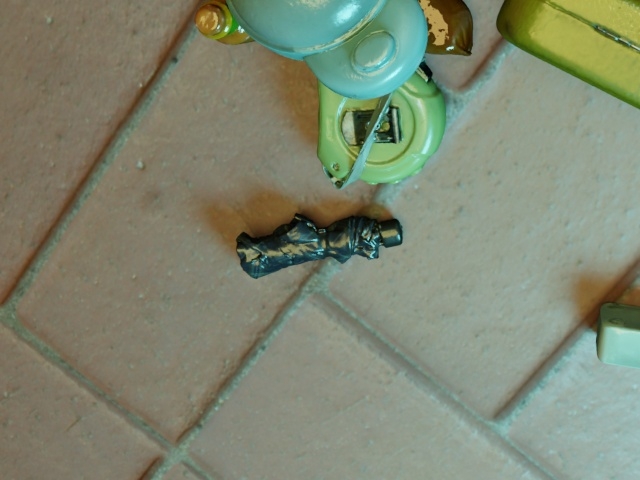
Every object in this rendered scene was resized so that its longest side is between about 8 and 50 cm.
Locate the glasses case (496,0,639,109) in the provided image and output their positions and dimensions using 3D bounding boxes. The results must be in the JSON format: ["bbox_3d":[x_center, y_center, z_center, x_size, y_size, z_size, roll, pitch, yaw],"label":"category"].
[{"bbox_3d":[0.393,-0.224,1.231,0.371,0.173,0.141,28,110,2],"label":"glasses case"}]

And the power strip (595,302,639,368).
[{"bbox_3d":[0.543,0.143,1.344,0.385,0.091,0.062,8,109,10],"label":"power strip"}]

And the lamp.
[{"bbox_3d":[0.006,-0.289,1.215,0.209,0.147,0.284,-37,95,14],"label":"lamp"}]

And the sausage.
[{"bbox_3d":[0.044,-0.333,1.323,0.348,0.097,0.094,30,117,3],"label":"sausage"}]

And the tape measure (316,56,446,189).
[{"bbox_3d":[0.071,-0.158,1.360,0.175,0.106,0.200,6,107,13],"label":"tape measure"}]

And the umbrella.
[{"bbox_3d":[-0.001,-0.002,1.445,0.224,0.080,0.071,-8,68,12],"label":"umbrella"}]

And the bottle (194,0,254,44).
[{"bbox_3d":[-0.108,-0.276,1.326,0.069,0.187,0.069,3,103,13],"label":"bottle"}]
